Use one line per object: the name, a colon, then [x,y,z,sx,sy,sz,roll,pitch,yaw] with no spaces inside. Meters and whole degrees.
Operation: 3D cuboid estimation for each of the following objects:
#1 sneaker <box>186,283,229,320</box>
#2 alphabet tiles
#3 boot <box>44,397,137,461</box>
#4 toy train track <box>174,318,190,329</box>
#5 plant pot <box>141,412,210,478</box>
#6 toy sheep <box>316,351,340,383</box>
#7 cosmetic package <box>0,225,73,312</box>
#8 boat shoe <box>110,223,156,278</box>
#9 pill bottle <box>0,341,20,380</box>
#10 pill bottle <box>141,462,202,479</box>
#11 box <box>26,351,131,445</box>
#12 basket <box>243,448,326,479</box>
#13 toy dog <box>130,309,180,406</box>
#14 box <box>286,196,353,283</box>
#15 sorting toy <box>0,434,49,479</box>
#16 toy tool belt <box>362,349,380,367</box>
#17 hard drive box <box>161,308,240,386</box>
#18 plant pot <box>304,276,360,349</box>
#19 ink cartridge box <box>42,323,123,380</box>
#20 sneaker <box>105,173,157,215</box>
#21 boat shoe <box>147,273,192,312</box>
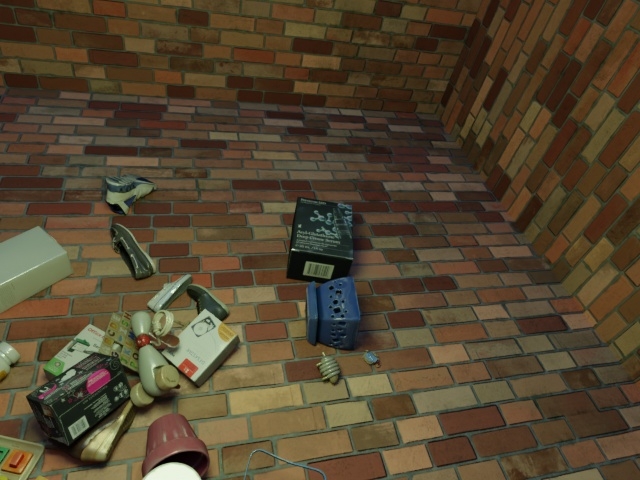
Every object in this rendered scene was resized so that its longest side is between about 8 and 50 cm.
sneaker: [-0.508,0.276,1.900,0.222,0.083,0.118,31,46,15]
alphabet tiles: [-0.721,0.377,1.695,0.198,0.009,0.237,42,20,-30]
boot: [-0.755,0.605,1.496,0.207,0.090,0.248,12,36,5]
toy train track: [-0.574,0.348,1.861,0.084,0.014,0.048,21,51,14]
plant pot: [-0.477,0.672,1.444,0.202,0.201,0.180,-10,34,-24]
toy sheep: [0.033,0.514,1.808,0.091,0.091,0.132,-15,69,-28]
cosmetic package: [-1.246,0.128,1.800,0.217,0.156,0.385,36,46,20]
boat shoe: [-0.874,0.044,2.016,0.335,0.112,0.096,41,45,20]
pill bottle: [-1.148,0.450,1.523,0.118,0.117,0.208,26,45,11]
pill bottle: [-0.408,0.764,1.231,0.205,0.360,0.204,8,44,-8]
box: [-0.776,0.506,1.456,0.142,0.163,0.247,2,23,30]
basket: [-0.135,0.821,1.364,0.255,0.201,0.288,17,53,3]
toy dog: [-0.582,0.422,1.610,0.220,0.161,0.333,-11,68,22]
box: [0.000,0.000,2.229,0.294,0.211,0.395,9,43,-6]
sorting toy: [-0.984,0.701,1.364,0.348,0.047,0.195,14,44,-2]
toy tool belt: [0.221,0.501,1.895,0.083,0.051,0.052,33,47,17]
hard drive box: [-0.458,0.414,1.731,0.181,0.089,0.232,32,62,17]
plant pot: [0.043,0.313,1.916,0.213,0.235,0.235,0,45,-6]
ink cartridge box: [-0.857,0.436,1.635,0.161,0.092,0.219,24,45,9]
sneaker: [-0.981,-0.229,2.258,0.128,0.182,0.315,26,15,9]
boat shoe: [-0.649,0.213,1.925,0.076,0.083,0.226,28,46,11]
